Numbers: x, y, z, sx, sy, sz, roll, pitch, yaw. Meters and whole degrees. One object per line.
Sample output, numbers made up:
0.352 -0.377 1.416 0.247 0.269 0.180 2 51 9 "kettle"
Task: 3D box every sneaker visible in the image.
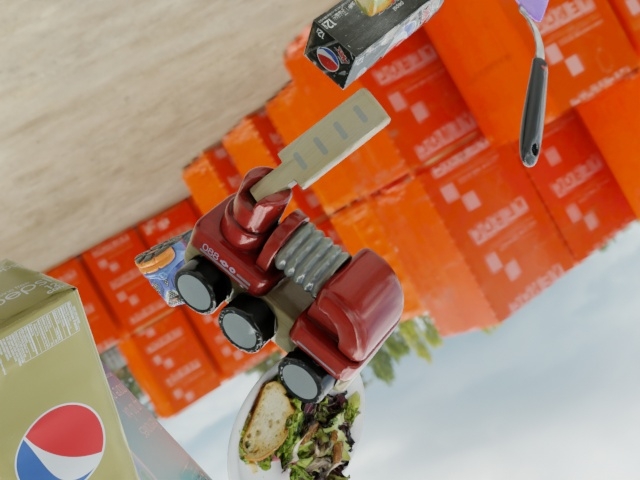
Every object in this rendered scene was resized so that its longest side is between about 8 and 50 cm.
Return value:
-0.191 0.038 1.230 0.083 0.087 0.221 -21 -174 12 "sneaker"

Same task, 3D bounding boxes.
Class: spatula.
0.236 -0.215 0.992 0.030 0.296 0.084 -14 149 38 "spatula"

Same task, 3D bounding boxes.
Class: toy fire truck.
0.000 0.000 0.869 0.158 0.217 0.246 -42 167 -41 "toy fire truck"

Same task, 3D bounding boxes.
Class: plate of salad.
-0.015 0.212 0.964 0.200 0.200 0.048 -32 -149 -35 "plate of salad"

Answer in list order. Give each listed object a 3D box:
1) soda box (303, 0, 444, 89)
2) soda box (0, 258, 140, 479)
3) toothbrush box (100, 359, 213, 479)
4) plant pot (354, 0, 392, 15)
0.061 -0.226 0.903 0.169 0.060 0.053 -42 169 -29 "soda box"
-0.121 0.103 0.395 0.061 0.181 0.058 15 -145 42 "soda box"
-0.158 0.238 0.717 0.126 0.295 0.216 -42 179 -2 "toothbrush box"
0.115 -0.318 0.308 0.353 0.366 0.366 -21 -177 3 "plant pot"
